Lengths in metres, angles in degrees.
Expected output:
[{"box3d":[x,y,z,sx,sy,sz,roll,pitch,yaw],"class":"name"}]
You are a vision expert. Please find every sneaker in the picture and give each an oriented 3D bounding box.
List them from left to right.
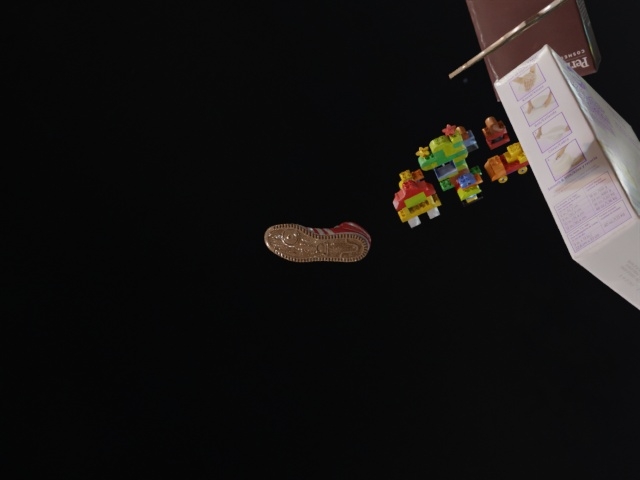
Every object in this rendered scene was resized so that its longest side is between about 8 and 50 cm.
[{"box3d":[0.000,0.000,1.109,0.118,0.042,0.067,7,-169,11],"class":"sneaker"}]

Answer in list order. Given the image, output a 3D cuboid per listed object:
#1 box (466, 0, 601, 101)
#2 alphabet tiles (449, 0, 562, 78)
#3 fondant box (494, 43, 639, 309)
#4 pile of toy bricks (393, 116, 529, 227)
[{"box3d":[0.361,-0.466,1.778,0.381,0.191,0.143,68,-156,-14],"class":"box"},{"box3d":[0.318,-0.328,1.439,0.198,0.237,0.009,-35,-88,-42],"class":"alphabet tiles"},{"box3d":[0.374,-0.073,1.287,0.238,0.096,0.330,31,-148,-38],"class":"fondant box"},{"box3d":[0.192,-0.121,1.422,0.105,0.212,0.118,58,-171,-47],"class":"pile of toy bricks"}]
